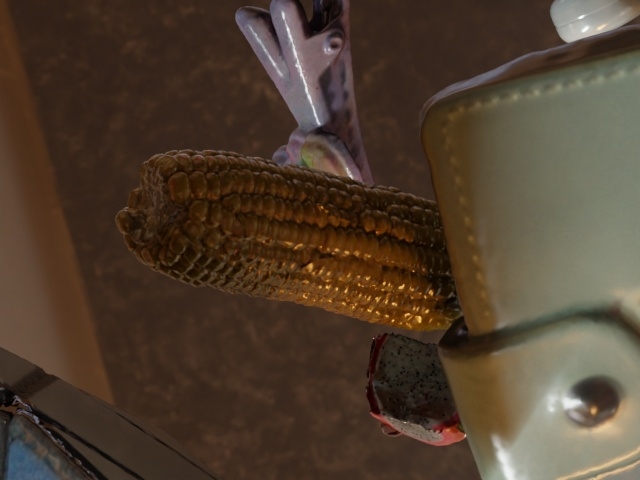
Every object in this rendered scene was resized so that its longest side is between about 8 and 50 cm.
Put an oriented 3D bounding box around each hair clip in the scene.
[{"bbox_3d":[-0.001,-0.088,1.227,0.137,0.090,0.278,5,108,57],"label":"hair clip"}]

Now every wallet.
[{"bbox_3d":[0.192,0.057,0.794,0.083,0.252,0.360,-92,-15,-70],"label":"wallet"}]

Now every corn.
[{"bbox_3d":[0.000,0.000,0.824,0.238,0.080,0.080,15,-130,-35],"label":"corn"}]

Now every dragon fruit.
[{"bbox_3d":[0.067,0.093,0.886,0.060,0.083,0.056,44,-117,-58],"label":"dragon fruit"}]

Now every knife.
[{"bbox_3d":[0.278,-0.232,1.305,0.331,0.080,0.044,-38,-77,-52],"label":"knife"}]

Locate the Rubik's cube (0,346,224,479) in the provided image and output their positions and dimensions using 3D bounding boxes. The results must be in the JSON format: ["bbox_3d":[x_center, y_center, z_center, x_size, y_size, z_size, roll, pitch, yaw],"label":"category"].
[{"bbox_3d":[-0.132,0.186,0.696,0.205,0.205,0.207,32,178,42],"label":"Rubik's cube"}]
